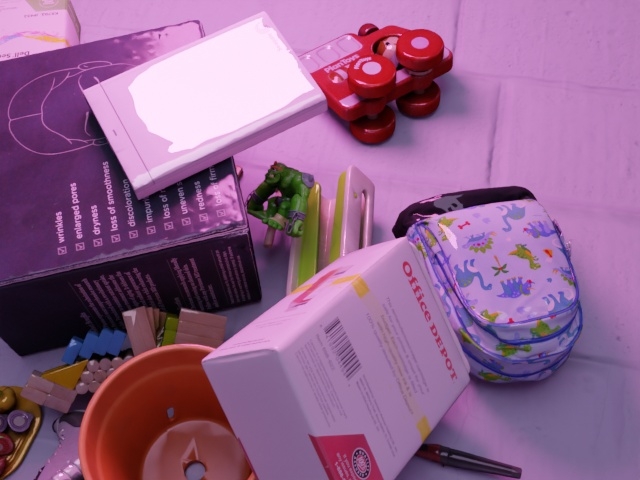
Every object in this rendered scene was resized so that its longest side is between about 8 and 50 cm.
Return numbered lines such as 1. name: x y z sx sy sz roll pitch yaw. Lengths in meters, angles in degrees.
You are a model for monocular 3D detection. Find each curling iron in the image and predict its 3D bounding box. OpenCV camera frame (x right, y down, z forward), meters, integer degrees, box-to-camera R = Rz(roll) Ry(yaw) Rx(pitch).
1. curling iron: 0.195 0.369 1.411 0.274 0.035 0.068 5 61 7

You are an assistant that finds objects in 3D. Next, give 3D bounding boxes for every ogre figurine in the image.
1. ogre figurine: -0.071 -0.082 1.574 0.096 0.197 0.118 24 92 -13

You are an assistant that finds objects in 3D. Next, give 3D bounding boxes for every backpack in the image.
1. backpack: 0.314 0.075 1.493 0.290 0.273 0.356 -7 69 -10

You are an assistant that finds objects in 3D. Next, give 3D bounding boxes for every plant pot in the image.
1. plant pot: -0.213 0.338 1.350 0.290 0.203 0.291 -1 57 2

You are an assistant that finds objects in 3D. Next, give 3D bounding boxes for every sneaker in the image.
1. sneaker: -0.434 0.368 1.423 0.228 0.086 0.132 -38 52 -23

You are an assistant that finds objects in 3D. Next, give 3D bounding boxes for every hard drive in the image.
1. hard drive: -0.197 -0.238 1.446 0.353 0.047 0.233 -27 64 -12

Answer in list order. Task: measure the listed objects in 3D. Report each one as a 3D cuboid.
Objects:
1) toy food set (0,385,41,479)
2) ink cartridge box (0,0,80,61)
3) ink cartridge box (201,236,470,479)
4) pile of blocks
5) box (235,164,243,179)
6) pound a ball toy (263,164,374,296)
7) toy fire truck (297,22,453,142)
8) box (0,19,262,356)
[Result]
1. toy food set: -0.568 0.337 1.445 0.128 0.071 0.218 12 59 11
2. ink cartridge box: -0.656 -0.390 1.896 0.207 0.119 0.353 -8 57 -3
3. ink cartridge box: 0.043 0.202 1.295 0.160 0.279 0.384 -16 12 40
4. pile of blocks: -0.342 0.193 1.495 0.362 0.112 0.149 -13 94 -12
5. box: -0.284 -0.114 1.755 0.201 0.021 0.164 18 62 12
6. pound a ball toy: 0.000 0.000 1.625 0.208 0.136 0.319 -15 55 30
7. toy fire truck: 0.117 -0.374 1.824 0.302 0.169 0.254 -31 57 -18
8. box: -0.391 -0.099 1.569 0.471 0.297 0.480 -12 62 -6
